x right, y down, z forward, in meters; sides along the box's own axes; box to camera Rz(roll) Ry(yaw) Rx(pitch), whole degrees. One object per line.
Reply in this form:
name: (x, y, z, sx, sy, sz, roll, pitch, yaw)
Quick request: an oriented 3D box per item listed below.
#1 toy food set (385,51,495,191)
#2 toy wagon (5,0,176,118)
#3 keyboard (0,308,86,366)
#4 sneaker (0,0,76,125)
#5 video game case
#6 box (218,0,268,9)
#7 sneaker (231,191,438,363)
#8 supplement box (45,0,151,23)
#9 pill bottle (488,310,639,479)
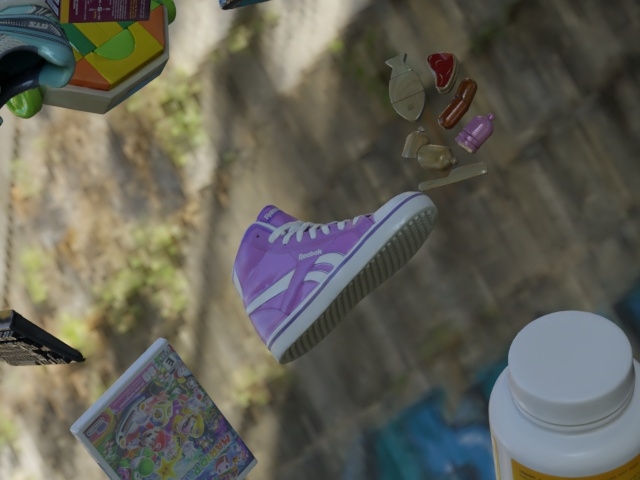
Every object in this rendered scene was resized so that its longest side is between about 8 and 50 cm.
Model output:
toy food set: (0.097, -0.096, 1.473, 0.078, 0.122, 0.019, -15, -26, 16)
toy wagon: (-0.348, -0.305, 2.319, 0.267, 0.344, 0.068, -41, -7, -39)
keyboard: (-0.281, 0.085, 1.664, 0.023, 0.108, 0.180, -62, 20, -18)
sneaker: (-0.356, -0.151, 1.747, 0.283, 0.122, 0.110, -26, -27, -23)
video game case: (-0.102, 0.137, 1.260, 0.087, 0.122, 0.011, -46, 32, -21)
box: (-0.039, -0.485, 2.457, 0.183, 0.296, 0.294, -16, -1, -30)
sneaker: (-0.001, 0.000, 2.161, 0.282, 0.161, 0.102, -42, -20, 28)
supplement box: (-0.197, -0.222, 1.677, 0.083, 0.055, 0.043, -4, -62, -21)
pill bottle: (0.181, 0.152, 1.331, 0.117, 0.117, 0.215, -25, -45, -14)
